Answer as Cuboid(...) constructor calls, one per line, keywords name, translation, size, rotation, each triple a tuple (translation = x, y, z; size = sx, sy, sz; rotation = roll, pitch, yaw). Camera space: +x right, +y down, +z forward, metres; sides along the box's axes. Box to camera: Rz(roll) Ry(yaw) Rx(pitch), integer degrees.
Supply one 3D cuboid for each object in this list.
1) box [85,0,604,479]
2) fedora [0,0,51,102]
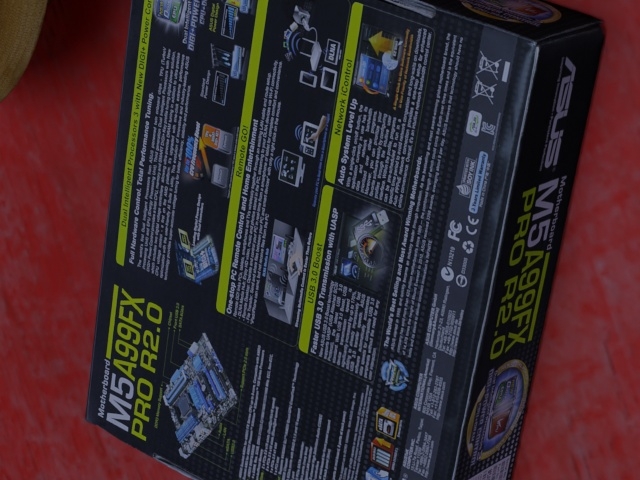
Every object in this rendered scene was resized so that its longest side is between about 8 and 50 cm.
Cuboid(name="box", translation=(0.000, 0.000, 0.862), size=(0.216, 0.060, 0.270), rotation=(23, 116, 32))
Cuboid(name="fedora", translation=(-0.177, -0.159, 0.940), size=(0.194, 0.079, 0.194), rotation=(19, 120, 36))
